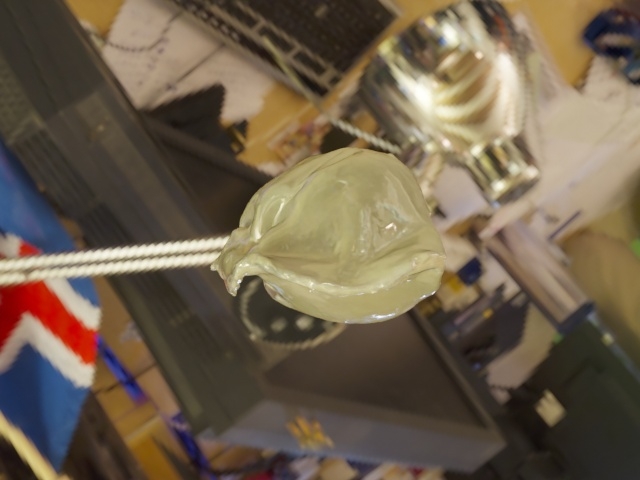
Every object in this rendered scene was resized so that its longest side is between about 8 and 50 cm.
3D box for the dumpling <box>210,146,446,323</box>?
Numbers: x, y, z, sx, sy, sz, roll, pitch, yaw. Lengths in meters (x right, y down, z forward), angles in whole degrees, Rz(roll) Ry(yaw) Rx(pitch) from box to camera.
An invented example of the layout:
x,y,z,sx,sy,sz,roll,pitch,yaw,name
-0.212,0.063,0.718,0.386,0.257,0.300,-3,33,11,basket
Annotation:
x,y,z,sx,sy,sz,roll,pitch,yaw,name
0.000,0.000,0.815,0.127,0.188,0.108,-7,103,-21,dumpling
